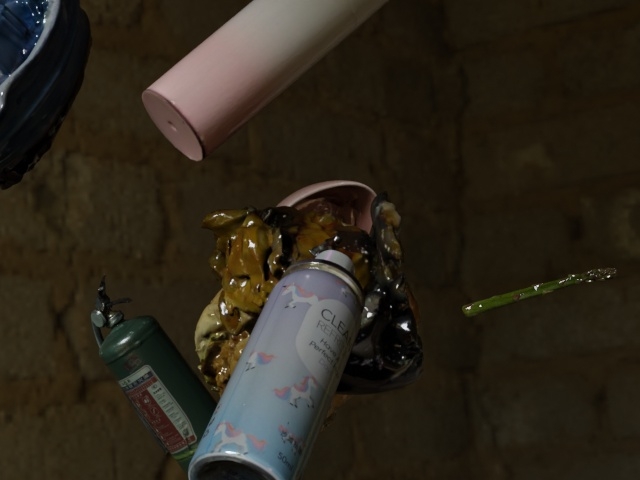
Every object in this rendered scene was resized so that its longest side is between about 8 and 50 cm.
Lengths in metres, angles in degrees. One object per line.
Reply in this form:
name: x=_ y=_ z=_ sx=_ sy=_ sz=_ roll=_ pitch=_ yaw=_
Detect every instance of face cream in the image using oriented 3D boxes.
face cream: x=-0.022 y=0.092 z=0.929 sx=0.075 sy=0.229 sz=0.075 roll=11 pitch=-47 yaw=12

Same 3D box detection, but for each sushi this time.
sushi: x=-0.007 y=0.052 z=1.320 sx=0.204 sy=0.213 sz=0.200 roll=-10 pitch=-52 yaw=-5

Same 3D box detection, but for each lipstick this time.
lipstick: x=-0.025 y=-0.211 z=1.259 sx=0.327 sy=0.087 sz=0.087 roll=-43 pitch=3 yaw=-18

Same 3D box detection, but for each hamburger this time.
hamburger: x=-0.019 y=0.116 z=1.643 sx=0.283 sy=0.145 sz=0.259 roll=-37 pitch=-40 yaw=-17

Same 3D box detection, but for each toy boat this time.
toy boat: x=-0.294 y=-0.177 z=1.180 sx=0.129 sy=0.309 sz=0.142 roll=-17 pitch=-48 yaw=27

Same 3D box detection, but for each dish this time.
dish: x=0.000 y=0.000 z=1.964 sx=0.213 sy=0.213 sz=0.090 roll=-1 pitch=18 yaw=-27

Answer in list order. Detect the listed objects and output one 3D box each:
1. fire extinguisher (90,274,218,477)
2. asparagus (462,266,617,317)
fire extinguisher: x=-0.218 y=0.177 z=1.685 sx=0.118 sy=0.294 sz=0.093 roll=-27 pitch=12 yaw=45
asparagus: x=0.319 y=0.074 z=1.887 sx=0.249 sy=0.025 sz=0.024 roll=-18 pitch=-22 yaw=29
